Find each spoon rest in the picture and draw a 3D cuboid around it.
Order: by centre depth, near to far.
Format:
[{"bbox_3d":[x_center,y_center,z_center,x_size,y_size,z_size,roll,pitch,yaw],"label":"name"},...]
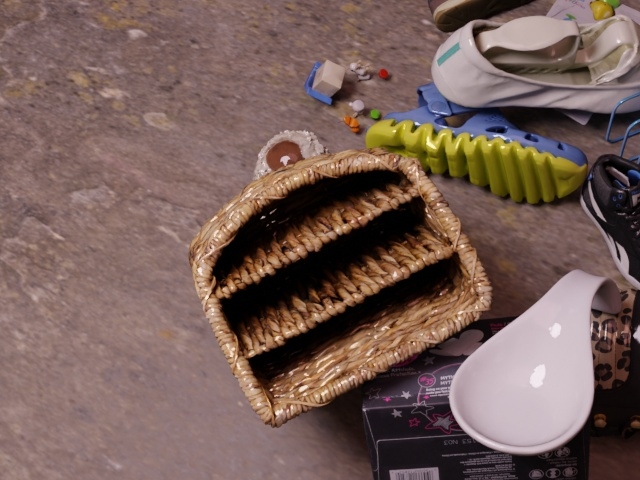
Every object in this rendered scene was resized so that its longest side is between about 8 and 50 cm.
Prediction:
[{"bbox_3d":[0.237,0.115,0.836,0.137,0.084,0.276,17,42,34],"label":"spoon rest"}]

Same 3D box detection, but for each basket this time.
[{"bbox_3d":[0.008,0.025,0.921,0.299,0.214,0.223,-26,19,-4],"label":"basket"}]

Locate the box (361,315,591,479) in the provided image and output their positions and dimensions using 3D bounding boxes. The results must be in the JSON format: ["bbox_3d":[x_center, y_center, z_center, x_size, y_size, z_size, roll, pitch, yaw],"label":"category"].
[{"bbox_3d":[0.179,0.197,0.953,0.247,0.163,0.142,-6,33,7],"label":"box"}]

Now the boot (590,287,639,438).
[{"bbox_3d":[0.457,0.218,0.922,0.284,0.138,0.378,-2,96,30],"label":"boot"}]

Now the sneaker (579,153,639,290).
[{"bbox_3d":[0.423,-0.021,1.065,0.079,0.121,0.217,-30,63,-5],"label":"sneaker"}]

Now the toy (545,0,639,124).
[{"bbox_3d":[0.390,-0.285,1.235,0.137,0.056,0.237,32,72,10],"label":"toy"}]

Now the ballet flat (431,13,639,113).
[{"bbox_3d":[0.356,-0.253,1.113,0.400,0.139,0.139,-4,62,-12],"label":"ballet flat"}]

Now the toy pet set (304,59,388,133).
[{"bbox_3d":[0.035,-0.229,1.278,0.114,0.065,0.122,22,67,-19],"label":"toy pet set"}]

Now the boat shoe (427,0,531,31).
[{"bbox_3d":[0.282,-0.417,1.309,0.223,0.080,0.073,-22,67,2],"label":"boat shoe"}]

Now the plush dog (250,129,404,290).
[{"bbox_3d":[0.000,0.000,1.113,0.225,0.210,0.262,26,98,5],"label":"plush dog"}]

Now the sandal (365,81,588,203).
[{"bbox_3d":[0.230,-0.152,1.161,0.317,0.126,0.138,18,63,18],"label":"sandal"}]

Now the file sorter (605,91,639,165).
[{"bbox_3d":[0.484,-0.120,1.108,0.104,0.118,0.170,-21,62,1],"label":"file sorter"}]
